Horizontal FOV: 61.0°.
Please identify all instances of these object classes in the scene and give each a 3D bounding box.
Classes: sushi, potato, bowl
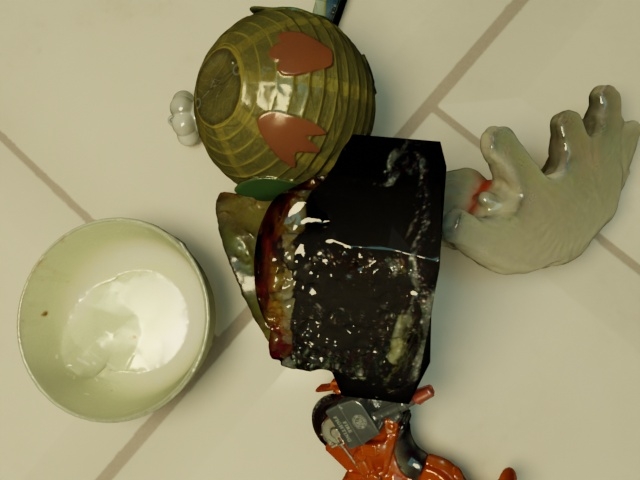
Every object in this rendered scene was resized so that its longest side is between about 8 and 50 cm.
[{"bbox_3d":[0.028,0.036,0.623,0.212,0.227,0.216,4,55,5],"label":"sushi"},{"bbox_3d":[0.000,0.000,0.796,0.255,0.112,0.270,-23,83,2],"label":"potato"},{"bbox_3d":[-0.273,0.113,0.792,0.276,0.145,0.278,-1,81,6],"label":"bowl"}]

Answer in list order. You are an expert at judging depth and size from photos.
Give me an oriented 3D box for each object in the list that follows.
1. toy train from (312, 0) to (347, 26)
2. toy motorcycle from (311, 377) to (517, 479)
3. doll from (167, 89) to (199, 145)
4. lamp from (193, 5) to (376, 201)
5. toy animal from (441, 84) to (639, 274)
[{"bbox_3d":[0.016,-0.389,0.870,0.051,0.052,0.234,18,86,11],"label":"toy train"},{"bbox_3d":[0.131,0.311,0.730,0.221,0.147,0.326,-35,86,24],"label":"toy motorcycle"},{"bbox_3d":[-0.164,-0.203,0.861,0.162,0.062,0.106,-8,83,4],"label":"doll"},{"bbox_3d":[-0.032,-0.173,0.743,0.250,0.284,0.251,-3,85,40],"label":"lamp"},{"bbox_3d":[0.284,-0.081,0.767,0.266,0.188,0.308,25,77,-14],"label":"toy animal"}]
